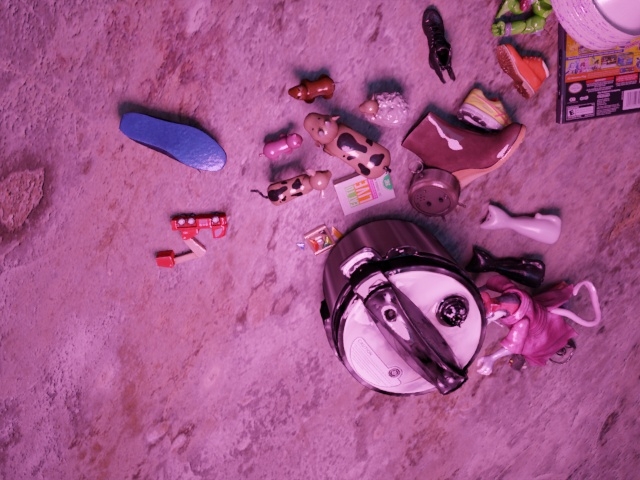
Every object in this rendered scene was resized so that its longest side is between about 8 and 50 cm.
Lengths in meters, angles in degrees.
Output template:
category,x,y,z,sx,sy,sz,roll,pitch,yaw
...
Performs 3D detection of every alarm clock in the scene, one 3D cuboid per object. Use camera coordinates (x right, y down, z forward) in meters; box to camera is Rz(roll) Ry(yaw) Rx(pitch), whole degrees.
category,x,y,z,sx,sy,sz,roll,pitch,yaw
alarm clock,0.280,-0.132,1.282,0.129,0.064,0.192,-17,124,40

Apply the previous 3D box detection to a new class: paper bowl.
category,x,y,z,sx,sy,sz,roll,pitch,yaw
paper bowl,0.647,-0.577,1.085,0.284,0.148,0.284,2,86,-25

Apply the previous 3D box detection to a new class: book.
category,x,y,z,sx,sy,sz,roll,pitch,yaw
book,0.115,-0.134,1.320,0.144,0.035,0.096,-21,114,1

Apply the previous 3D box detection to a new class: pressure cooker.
category,x,y,z,sx,sy,sz,roll,pitch,yaw
pressure cooker,0.193,0.162,1.225,0.370,0.420,0.375,7,110,-8

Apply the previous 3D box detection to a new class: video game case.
category,x,y,z,sx,sy,sz,roll,pitch,yaw
video game case,0.736,-0.439,1.260,0.275,0.035,0.248,-9,111,-1

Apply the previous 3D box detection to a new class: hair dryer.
category,x,y,z,sx,sy,sz,roll,pitch,yaw
hair dryer,0.679,0.252,1.499,0.224,0.080,0.293,-4,117,-19

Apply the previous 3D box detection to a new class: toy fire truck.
category,x,y,z,sx,sy,sz,roll,pitch,yaw
toy fire truck,-0.338,-0.002,1.317,0.192,0.047,0.135,-4,110,-5

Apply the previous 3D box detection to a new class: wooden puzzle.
category,x,y,z,sx,sy,sz,roll,pitch,yaw
wooden puzzle,0.000,0.000,1.365,0.116,0.014,0.078,-35,109,8

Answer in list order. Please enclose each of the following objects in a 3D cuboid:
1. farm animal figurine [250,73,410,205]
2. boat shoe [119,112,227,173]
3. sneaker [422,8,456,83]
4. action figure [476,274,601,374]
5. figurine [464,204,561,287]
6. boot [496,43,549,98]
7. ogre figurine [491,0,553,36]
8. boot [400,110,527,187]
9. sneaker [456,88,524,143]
category,x,y,z,sx,sy,sz,roll,pitch,yaw
farm animal figurine,0.024,-0.218,1.182,0.327,0.172,0.330,14,102,-6
boat shoe,-0.346,-0.247,1.210,0.258,0.089,0.109,27,92,-9
sneaker,0.283,-0.461,1.183,0.051,0.089,0.170,-13,111,0
action figure,0.528,0.201,1.260,0.276,0.248,0.370,-25,145,35
figurine,0.526,0.011,1.381,0.210,0.092,0.214,11,108,-4
boot,0.500,-0.436,1.232,0.084,0.059,0.158,-44,116,8
ogre figurine,0.491,-0.563,1.163,0.118,0.097,0.197,22,95,0
boot,0.344,-0.247,1.223,0.207,0.090,0.248,36,136,-12
sneaker,0.444,-0.310,1.260,0.209,0.081,0.094,26,80,-26
